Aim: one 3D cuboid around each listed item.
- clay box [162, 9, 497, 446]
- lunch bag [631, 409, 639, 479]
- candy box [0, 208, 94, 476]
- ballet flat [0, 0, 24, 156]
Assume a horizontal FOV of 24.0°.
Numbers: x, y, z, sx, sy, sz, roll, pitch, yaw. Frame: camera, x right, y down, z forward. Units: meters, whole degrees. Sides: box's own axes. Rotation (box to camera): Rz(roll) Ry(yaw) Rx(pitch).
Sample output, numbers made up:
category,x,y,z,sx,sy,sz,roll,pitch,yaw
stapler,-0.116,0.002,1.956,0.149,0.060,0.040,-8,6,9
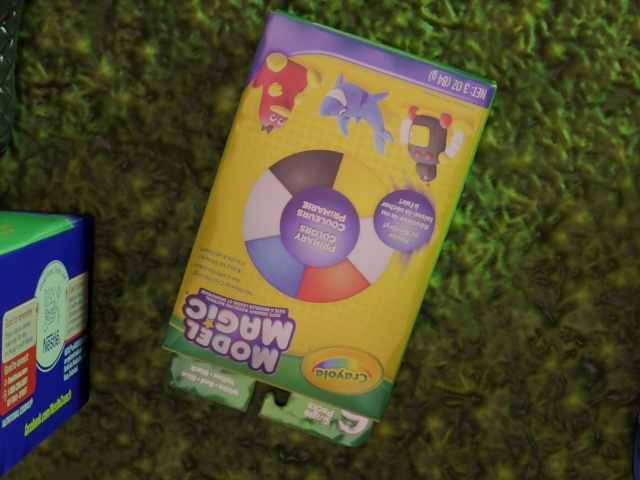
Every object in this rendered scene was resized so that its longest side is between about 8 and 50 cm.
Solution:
category,x,y,z,sx,sy,sz,roll,pitch,yaw
clay box,0.000,0.000,0.816,0.127,0.053,0.222,18,99,2
lunch bag,0.306,0.063,0.774,0.243,0.115,0.303,15,99,0
candy box,-0.295,0.041,0.737,0.317,0.268,0.122,3,96,4
ballet flat,-0.182,-0.127,0.823,0.057,0.049,0.173,17,96,30
